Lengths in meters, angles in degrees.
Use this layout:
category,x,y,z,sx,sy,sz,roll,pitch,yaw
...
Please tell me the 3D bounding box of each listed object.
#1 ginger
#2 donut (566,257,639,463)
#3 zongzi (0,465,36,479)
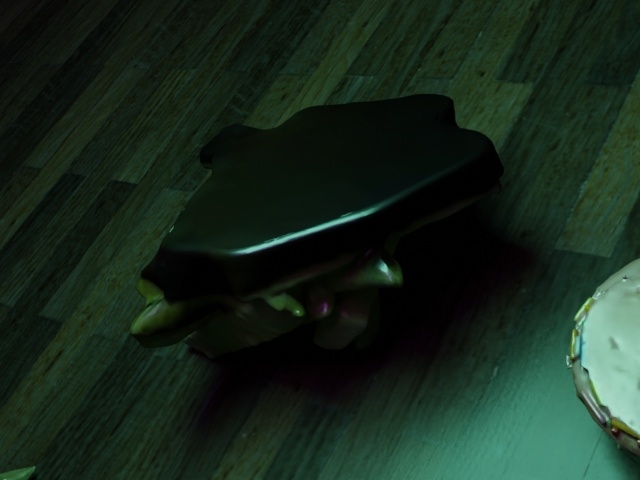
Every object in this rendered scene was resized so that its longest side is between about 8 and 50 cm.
category,x,y,z,sx,sy,sz,roll,pitch,yaw
ginger,0.000,0.000,1.059,0.413,0.211,0.358,-16,30,6
donut,0.319,0.110,0.802,0.199,0.085,0.233,-24,42,10
zongzi,-0.448,0.320,1.119,0.189,0.081,0.178,-7,24,46
